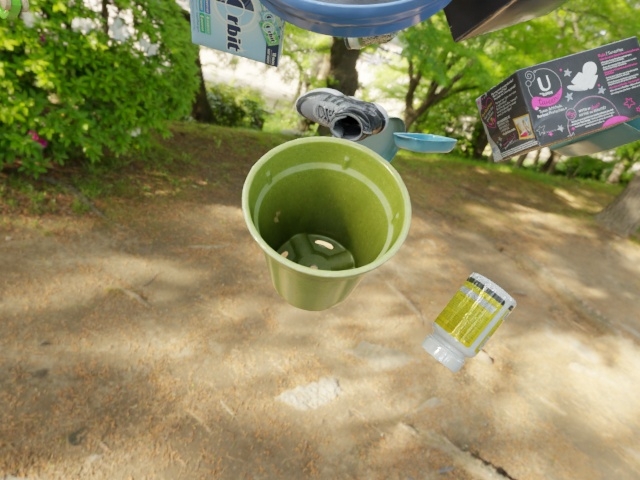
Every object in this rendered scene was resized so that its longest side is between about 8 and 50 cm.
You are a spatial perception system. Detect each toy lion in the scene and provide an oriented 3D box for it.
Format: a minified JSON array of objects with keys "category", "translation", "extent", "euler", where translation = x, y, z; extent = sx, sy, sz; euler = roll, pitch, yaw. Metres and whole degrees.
[{"category":"toy lion","translation":[-0.480,-0.380,0.730],"extent":[0.096,0.100,0.034],"euler":[-7,8,43]}]

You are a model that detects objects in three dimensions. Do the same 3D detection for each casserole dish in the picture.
[{"category":"casserole dish","translation":[0.271,-0.254,1.270],"extent":[0.189,0.036,0.114],"euler":[-9,25,-38]}]

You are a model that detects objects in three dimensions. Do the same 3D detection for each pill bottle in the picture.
[{"category":"pill bottle","translation":[0.329,0.186,1.098],"extent":[0.119,0.208,0.119],"euler":[38,1,-1]}]

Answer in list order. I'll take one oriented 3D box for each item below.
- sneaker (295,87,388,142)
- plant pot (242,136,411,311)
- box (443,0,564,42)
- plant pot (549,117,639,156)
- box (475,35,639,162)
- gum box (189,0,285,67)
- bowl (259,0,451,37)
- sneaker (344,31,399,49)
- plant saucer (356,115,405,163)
[{"category":"sneaker","translation":[0.035,-0.330,1.289],"extent":[0.269,0.101,0.153],"euler":[17,33,18]},{"category":"plant pot","translation":[0.000,0.000,0.890],"extent":[0.276,0.253,0.275],"euler":[3,58,-5]},{"category":"box","translation":[0.370,-0.592,0.954],"extent":[0.297,0.293,0.183],"euler":[-25,6,-23]},{"category":"plant pot","translation":[0.841,-0.366,1.519],"extent":[0.166,0.234,0.165],"euler":[10,69,-34]},{"category":"box","translation":[0.450,-0.258,0.912],"extent":[0.248,0.142,0.163],"euler":[-17,1,-9]},{"category":"gum box","translation":[-0.161,-0.437,0.951],"extent":[0.185,0.157,0.041],"euler":[16,56,-1]},{"category":"bowl","translation":[0.057,-0.475,0.738],"extent":[0.391,0.391,0.077],"euler":[30,-15,13]},{"category":"sneaker","translation":[0.236,-0.685,1.497],"extent":[0.182,0.158,0.410],"euler":[19,48,29]},{"category":"plant saucer","translation":[0.191,-0.342,1.847],"extent":[0.318,0.317,0.043],"euler":[-11,50,-49]}]
